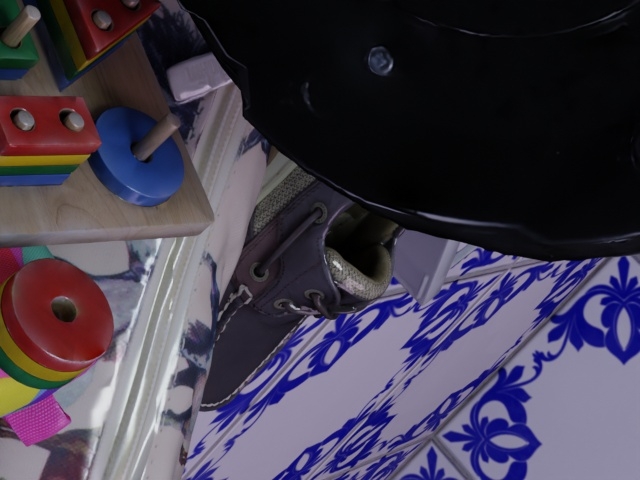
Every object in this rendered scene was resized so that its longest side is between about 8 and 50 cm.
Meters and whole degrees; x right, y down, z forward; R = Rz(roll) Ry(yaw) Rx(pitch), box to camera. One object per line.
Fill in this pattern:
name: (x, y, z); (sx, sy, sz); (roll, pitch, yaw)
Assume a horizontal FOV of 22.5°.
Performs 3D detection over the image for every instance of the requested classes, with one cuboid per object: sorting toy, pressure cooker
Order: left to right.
sorting toy: (-0.112, -0.075, 0.676); (0.132, 0.274, 0.046); (-4, 153, -47)
pressure cooker: (0.155, -0.209, 0.707); (0.370, 0.375, 0.420); (-48, 168, 28)

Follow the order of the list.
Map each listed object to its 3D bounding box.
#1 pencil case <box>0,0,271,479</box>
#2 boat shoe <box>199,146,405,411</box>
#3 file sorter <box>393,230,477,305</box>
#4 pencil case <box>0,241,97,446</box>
pencil case: (-0.116, 0.042, 0.808); (0.183, 0.160, 0.410); (-5, -111, 62)
boat shoe: (0.000, 0.000, 0.916); (0.285, 0.092, 0.103); (-54, 153, 20)
file sorter: (0.089, -0.127, 1.114); (0.173, 0.193, 0.277); (-37, 163, -22)
pencil case: (-0.185, -0.021, 0.695); (0.104, 0.236, 0.104); (-28, 165, -8)
